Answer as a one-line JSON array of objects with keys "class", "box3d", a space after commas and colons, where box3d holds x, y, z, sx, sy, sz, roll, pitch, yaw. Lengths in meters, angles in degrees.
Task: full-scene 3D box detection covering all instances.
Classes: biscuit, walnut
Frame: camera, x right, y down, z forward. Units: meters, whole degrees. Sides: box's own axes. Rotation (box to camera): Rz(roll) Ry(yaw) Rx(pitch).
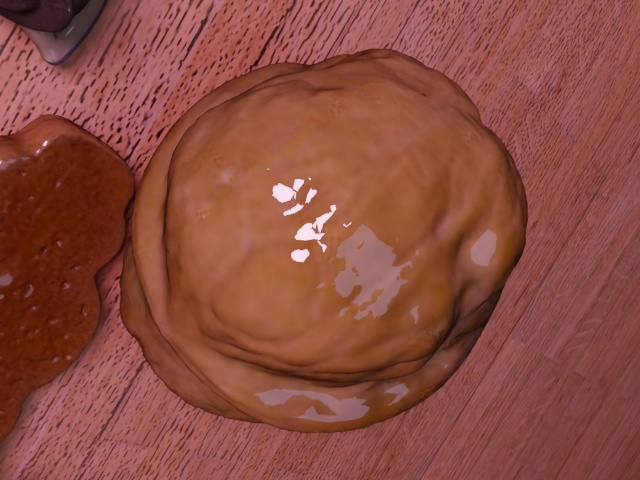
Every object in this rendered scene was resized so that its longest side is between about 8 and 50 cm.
[{"class": "biscuit", "box3d": [-0.241, 0.062, 0.604, 0.183, 0.047, 0.319, 2, 113, -43]}, {"class": "walnut", "box3d": [-0.001, 0.000, 0.637, 0.277, 0.282, 0.253, -30, 109, -31]}]

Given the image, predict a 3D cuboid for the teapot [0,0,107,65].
[{"class": "teapot", "box3d": [-0.150, -0.176, 0.492, 0.108, 0.111, 0.149, -59, 137, -19]}]
